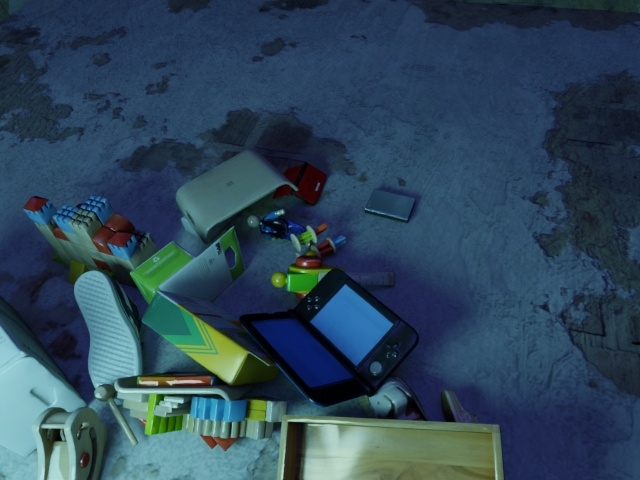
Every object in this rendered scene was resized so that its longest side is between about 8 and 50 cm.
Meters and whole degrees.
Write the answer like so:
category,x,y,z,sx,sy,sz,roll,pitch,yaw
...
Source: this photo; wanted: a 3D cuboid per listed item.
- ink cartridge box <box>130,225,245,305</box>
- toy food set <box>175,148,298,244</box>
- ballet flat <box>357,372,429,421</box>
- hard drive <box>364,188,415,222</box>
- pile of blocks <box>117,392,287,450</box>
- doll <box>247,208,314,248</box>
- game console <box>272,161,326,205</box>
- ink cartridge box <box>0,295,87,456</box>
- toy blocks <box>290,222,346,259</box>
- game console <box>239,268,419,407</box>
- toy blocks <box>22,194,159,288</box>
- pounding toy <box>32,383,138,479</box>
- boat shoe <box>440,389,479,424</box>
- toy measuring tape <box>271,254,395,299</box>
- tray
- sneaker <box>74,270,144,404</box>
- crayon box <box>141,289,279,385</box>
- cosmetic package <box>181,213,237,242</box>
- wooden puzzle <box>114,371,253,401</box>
category,x,y,z,sx,sy,sz,roll,pitch,yaw
ink cartridge box,-0.326,0.081,1.228,0.097,0.189,0.255,29,57,27
toy food set,-0.246,-0.130,1.384,0.306,0.093,0.220,-33,49,-13
ballet flat,0.177,0.382,0.992,0.123,0.123,0.349,-21,52,-13
hard drive,0.211,-0.106,1.452,0.135,0.022,0.094,15,53,16
pile of blocks,-0.254,0.381,1.004,0.361,0.149,0.113,2,79,9
doll,-0.114,-0.038,1.354,0.188,0.129,0.046,16,46,-2
game console,-0.065,-0.173,1.532,0.124,0.085,0.144,30,53,-12
ink cartridge box,-0.737,0.246,1.055,0.394,0.286,0.166,34,61,28
toy blocks,0.000,0.000,1.313,0.148,0.123,0.054,-27,43,-17
game console,0.018,0.189,1.036,0.250,0.173,0.293,-46,53,-8
toy blocks,-0.595,-0.010,1.274,0.380,0.261,0.191,15,53,15
pounding toy,-0.471,0.417,0.957,0.154,0.154,0.270,-1,63,3
boat shoe,0.309,0.395,1.010,0.059,0.063,0.170,-13,60,-10
toy measuring tape,0.029,0.095,1.262,0.329,0.122,0.122,-1,48,-19
tray,0.121,0.437,0.878,0.410,0.076,0.203,-5,67,21
sneaker,-0.496,0.233,1.167,0.126,0.127,0.322,-18,76,-4
crayon box,-0.215,0.231,1.080,0.322,0.203,0.083,26,88,24
cosmetic package,-0.304,-0.105,1.461,0.098,0.061,0.239,26,57,21
wooden puzzle,-0.279,0.303,1.025,0.238,0.221,0.045,3,79,6
